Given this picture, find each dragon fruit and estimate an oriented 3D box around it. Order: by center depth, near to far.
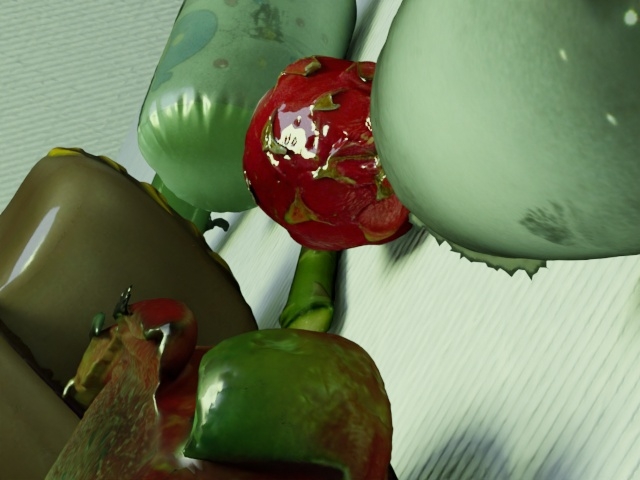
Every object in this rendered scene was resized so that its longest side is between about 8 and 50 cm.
[{"bbox_3d":[-0.054,0.142,0.637,0.268,0.130,0.295,-60,10,7],"label":"dragon fruit"},{"bbox_3d":[0.007,-0.040,0.953,0.094,0.094,0.190,-63,5,0],"label":"dragon fruit"}]

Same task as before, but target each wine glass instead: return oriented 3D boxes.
[{"bbox_3d":[0.082,-0.053,0.500,0.111,0.111,0.204,-66,11,-14],"label":"wine glass"}]

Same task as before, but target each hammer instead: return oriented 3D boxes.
[{"bbox_3d":[-0.077,-0.062,1.418,0.335,0.119,0.206,119,173,-55],"label":"hammer"}]

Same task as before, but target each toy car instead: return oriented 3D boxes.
[{"bbox_3d":[-0.151,0.089,1.060,0.240,0.271,0.340,-42,14,3],"label":"toy car"}]

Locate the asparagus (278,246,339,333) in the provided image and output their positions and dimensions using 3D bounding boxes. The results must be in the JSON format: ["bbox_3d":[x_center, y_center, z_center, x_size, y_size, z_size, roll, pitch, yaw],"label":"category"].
[{"bbox_3d":[-0.001,-0.001,1.048,0.236,0.027,0.034,-80,-1,-62],"label":"asparagus"}]
